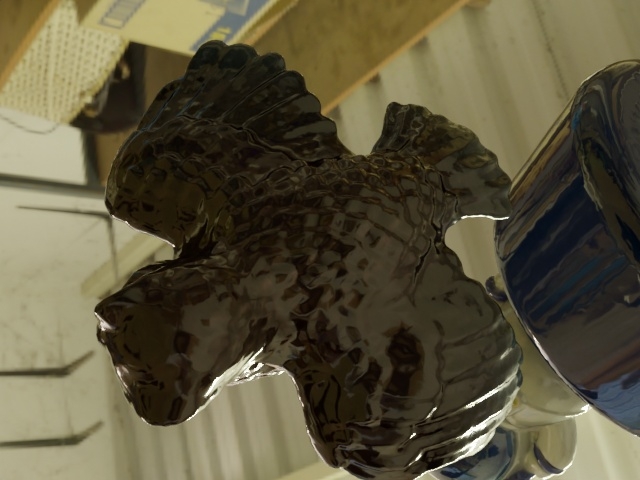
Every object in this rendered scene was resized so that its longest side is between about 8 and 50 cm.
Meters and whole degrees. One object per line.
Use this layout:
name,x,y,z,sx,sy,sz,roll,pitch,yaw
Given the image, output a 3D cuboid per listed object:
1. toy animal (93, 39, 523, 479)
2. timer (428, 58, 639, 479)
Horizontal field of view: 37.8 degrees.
toy animal,-0.005,0.003,0.372,0.116,0.179,0.218,-41,-98,28
timer,0.192,0.081,0.725,0.383,0.270,0.270,-50,-130,42
